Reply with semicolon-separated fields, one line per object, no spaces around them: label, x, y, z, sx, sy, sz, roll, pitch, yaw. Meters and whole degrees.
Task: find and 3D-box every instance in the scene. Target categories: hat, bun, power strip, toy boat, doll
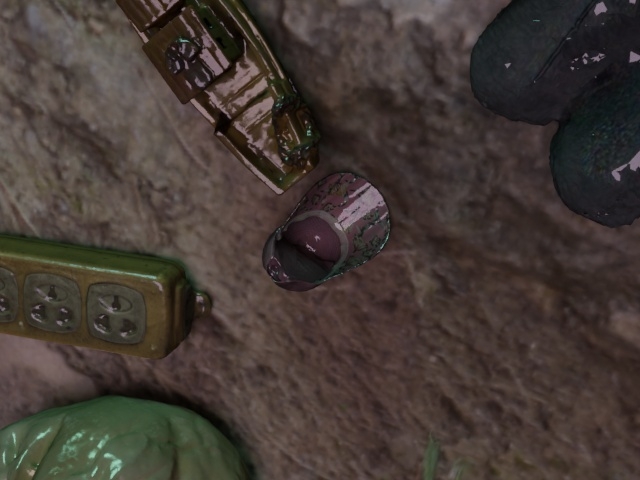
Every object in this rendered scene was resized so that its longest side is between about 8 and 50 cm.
hat;0.002;-0.002;0.731;0.087;0.042;0.058;-44;96;-10
bun;-0.153;0.219;0.790;0.229;0.145;0.230;4;106;15
power strip;-0.225;0.029;0.797;0.305;0.044;0.064;8;111;13
toy boat;-0.074;-0.118;0.690;0.064;0.072;0.206;-36;97;21
doll;0.211;-0.140;0.556;0.340;0.158;0.246;-39;83;26
